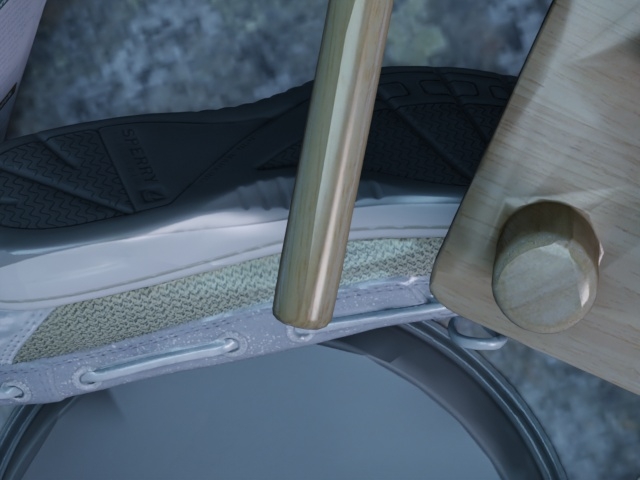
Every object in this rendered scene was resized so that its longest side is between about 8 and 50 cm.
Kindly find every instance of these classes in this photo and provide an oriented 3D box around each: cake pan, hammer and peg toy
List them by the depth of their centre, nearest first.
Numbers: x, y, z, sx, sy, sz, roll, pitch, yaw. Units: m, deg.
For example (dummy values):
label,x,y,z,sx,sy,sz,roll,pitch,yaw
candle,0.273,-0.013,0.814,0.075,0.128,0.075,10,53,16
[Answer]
label,x,y,z,sx,sy,sz,roll,pitch,yaw
hammer and peg toy,0.148,-0.058,0.699,0.361,0.127,0.266,23,106,1
cake pan,-0.025,0.163,0.897,0.293,0.054,0.293,1,96,6

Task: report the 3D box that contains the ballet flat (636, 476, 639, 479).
label,x,y,z,sx,sy,sz,roll,pitch,yaw
ballet flat,0.199,0.112,0.834,0.348,0.123,0.123,-39,90,-11

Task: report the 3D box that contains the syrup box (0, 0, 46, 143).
label,x,y,z,sx,sy,sz,roll,pitch,yaw
syrup box,-0.174,-0.088,0.805,0.093,0.096,0.237,30,137,3

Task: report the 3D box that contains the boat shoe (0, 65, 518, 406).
label,x,y,z,sx,sy,sz,roll,pitch,yaw
boat shoe,-0.001,0.002,0.838,0.320,0.118,0.103,-10,125,-14
